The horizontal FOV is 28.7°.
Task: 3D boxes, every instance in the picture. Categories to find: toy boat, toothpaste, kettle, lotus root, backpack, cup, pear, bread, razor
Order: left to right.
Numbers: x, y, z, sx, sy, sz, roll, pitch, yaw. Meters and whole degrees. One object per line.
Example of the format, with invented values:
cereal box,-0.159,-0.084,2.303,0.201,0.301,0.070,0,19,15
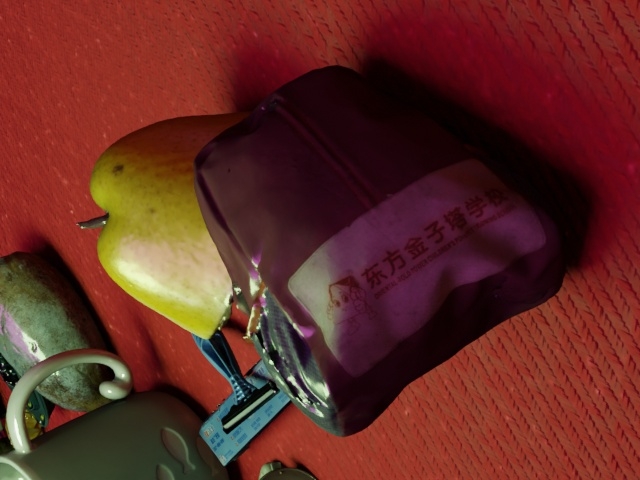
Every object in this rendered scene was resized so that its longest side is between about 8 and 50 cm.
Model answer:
toy boat,-0.508,0.209,2.100,0.093,0.103,0.246,4,120,49
bread,-0.534,0.336,2.255,0.066,0.060,0.110,24,134,19
lotus root,-0.412,0.164,1.915,0.322,0.140,0.158,55,144,3
cup,-0.303,0.317,1.771,0.259,0.274,0.356,3,111,51
pear,-0.158,-0.040,1.333,0.178,0.267,0.267,18,145,-14
razor,-0.118,0.156,1.557,0.042,0.082,0.253,51,178,-32
toothpaste,-0.083,0.211,1.622,0.066,0.053,0.272,49,143,8
kettle,-0.060,0.372,1.669,0.127,0.098,0.148,38,143,19
backpack,0.029,-0.011,1.150,0.317,0.283,0.197,49,163,30

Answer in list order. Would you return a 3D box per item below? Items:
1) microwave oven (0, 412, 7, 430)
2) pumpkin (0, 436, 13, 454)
microwave oven,-0.778,0.228,2.282,0.218,0.286,0.355,19,129,44
pumpkin,-0.554,0.512,2.336,0.317,0.139,0.222,36,136,28
